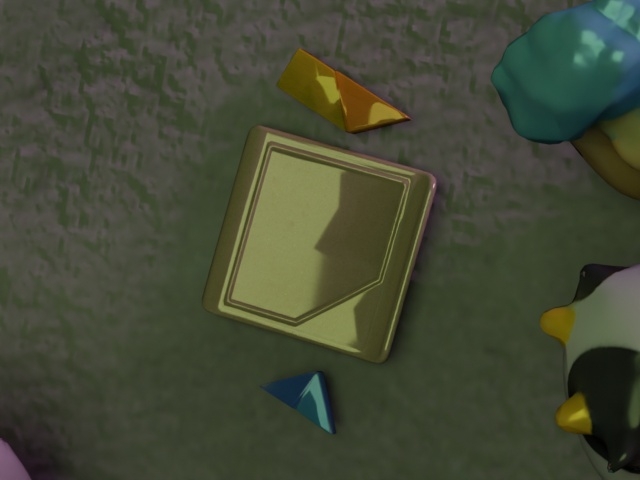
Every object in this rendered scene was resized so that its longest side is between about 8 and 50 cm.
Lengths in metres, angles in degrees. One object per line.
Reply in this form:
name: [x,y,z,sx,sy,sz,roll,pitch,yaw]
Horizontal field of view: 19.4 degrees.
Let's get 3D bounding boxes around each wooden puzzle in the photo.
wooden puzzle: [0.000,0.000,0.641,0.079,0.014,0.116,24,95,19]

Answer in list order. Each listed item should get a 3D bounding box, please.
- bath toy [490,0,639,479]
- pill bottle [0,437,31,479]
bath toy: [0.138,0.092,0.487,0.151,0.129,0.348,-45,46,46]
pill bottle: [-0.245,0.123,0.630,0.278,0.162,0.162,5,90,16]
